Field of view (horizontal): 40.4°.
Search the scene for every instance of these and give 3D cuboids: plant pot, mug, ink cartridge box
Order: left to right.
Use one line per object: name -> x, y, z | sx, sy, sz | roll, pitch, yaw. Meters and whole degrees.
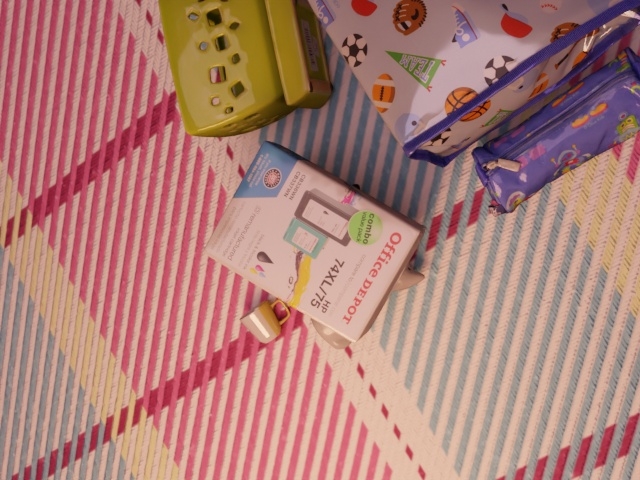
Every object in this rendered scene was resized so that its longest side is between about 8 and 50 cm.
plant pot -> -0.108, -0.299, 1.421 | 0.207, 0.227, 0.228 | -10, 94, 15
mug -> -0.098, 0.147, 1.568 | 0.078, 0.062, 0.064 | -32, 94, 28
ink cartridge box -> 0.000, 0.000, 1.358 | 0.270, 0.197, 0.198 | 30, 96, 7

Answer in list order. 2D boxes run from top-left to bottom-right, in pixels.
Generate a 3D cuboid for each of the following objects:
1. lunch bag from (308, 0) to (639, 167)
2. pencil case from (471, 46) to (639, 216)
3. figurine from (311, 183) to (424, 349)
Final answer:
lunch bag -> 0.229, -0.345, 1.265 | 0.385, 0.239, 0.328 | -37, 77, 21
pencil case -> 0.368, -0.161, 1.310 | 0.306, 0.133, 0.119 | -33, 71, 20
figurine -> 0.046, 0.044, 1.488 | 0.209, 0.092, 0.215 | -40, 84, 17
